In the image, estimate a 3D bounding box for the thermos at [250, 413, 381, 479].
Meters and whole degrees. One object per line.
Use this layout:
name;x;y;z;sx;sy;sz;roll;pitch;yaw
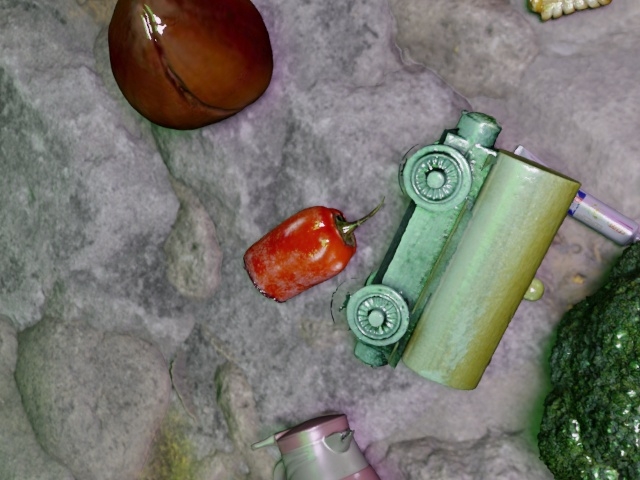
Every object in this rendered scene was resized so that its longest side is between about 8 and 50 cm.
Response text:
thermos;0.023;0.341;0.801;0.176;0.146;0.265;-35;71;43

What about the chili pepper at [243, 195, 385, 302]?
chili pepper;0.000;0.000;0.812;0.192;0.084;0.086;-32;98;23

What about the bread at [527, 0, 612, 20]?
bread;0.266;-0.264;0.729;0.088;0.034;0.049;-13;103;24

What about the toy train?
toy train;0.141;0.023;0.729;0.189;0.126;0.307;28;107;19

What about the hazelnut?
hazelnut;-0.160;-0.227;0.794;0.208;0.208;0.208;1;93;20

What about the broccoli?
broccoli;0.360;0.139;0.613;0.283;0.304;0.321;31;107;-16

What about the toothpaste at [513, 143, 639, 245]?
toothpaste;0.274;-0.041;0.740;0.170;0.028;0.045;35;110;17
